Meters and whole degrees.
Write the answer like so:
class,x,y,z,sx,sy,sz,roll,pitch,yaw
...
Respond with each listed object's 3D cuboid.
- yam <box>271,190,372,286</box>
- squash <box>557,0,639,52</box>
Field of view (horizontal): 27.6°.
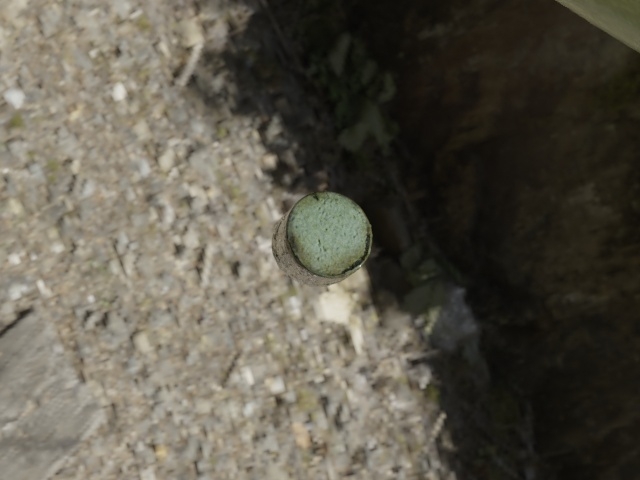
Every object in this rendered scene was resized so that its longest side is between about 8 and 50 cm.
class,x,y,z,sx,sy,sz,roll,pitch,yaw
yam,0.000,0.000,0.602,0.094,0.043,0.043,136,-63,-82
squash,0.237,-0.227,0.744,0.384,0.263,0.263,40,23,31
